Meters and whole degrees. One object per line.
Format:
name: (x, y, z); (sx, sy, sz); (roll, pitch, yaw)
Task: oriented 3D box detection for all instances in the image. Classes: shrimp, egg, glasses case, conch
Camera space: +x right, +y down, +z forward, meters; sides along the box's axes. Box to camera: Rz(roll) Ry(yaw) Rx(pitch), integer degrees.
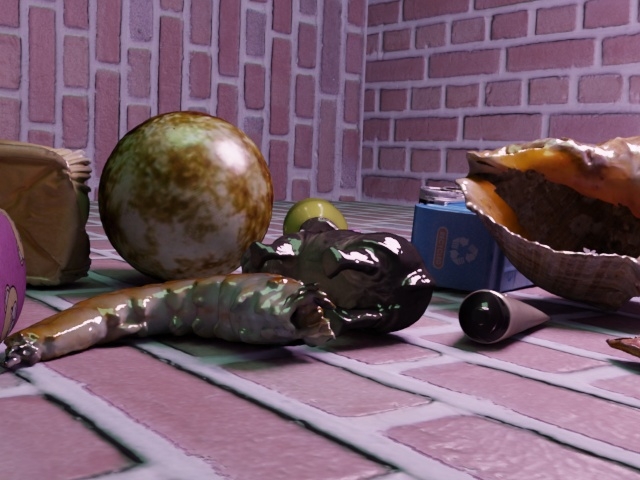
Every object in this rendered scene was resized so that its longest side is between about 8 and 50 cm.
shrimp: (-0.144, 0.067, 0.817); (0.287, 0.068, 0.185); (-1, 4, -16)
egg: (-0.186, -0.056, 1.206); (0.238, 0.238, 0.289); (1, -5, -11)
glasses case: (-0.310, 0.038, 0.756); (0.076, 0.123, 0.316); (-4, 6, -9)
conch: (0.352, -0.012, 1.127); (0.352, 0.210, 0.297); (1, 30, 22)

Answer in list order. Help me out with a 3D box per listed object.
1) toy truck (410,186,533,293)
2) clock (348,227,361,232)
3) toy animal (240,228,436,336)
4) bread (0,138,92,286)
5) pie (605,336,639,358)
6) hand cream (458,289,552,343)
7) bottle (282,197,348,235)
toy truck: (0.265, -0.004, 1.355); (0.175, 0.146, 0.367); (16, 16, 39)
clock: (0.000, 0.000, 1.670); (0.153, 0.050, 0.110); (5, 6, 25)
toy animal: (-0.008, 0.039, 0.995); (0.168, 0.106, 0.343); (-1, 3, -23)
bread: (-0.412, -0.038, 1.156); (0.210, 0.192, 0.110); (1, 3, -4)
pie: (0.356, 0.104, 0.791); (0.170, 0.034, 0.092); (4, 2, 8)
hand cream: (0.193, 0.080, 0.936); (0.087, 0.054, 0.186); (9, 1, 23)
bottle: (-0.008, -0.013, 1.476); (0.112, 0.112, 0.260); (2, 6, -4)
